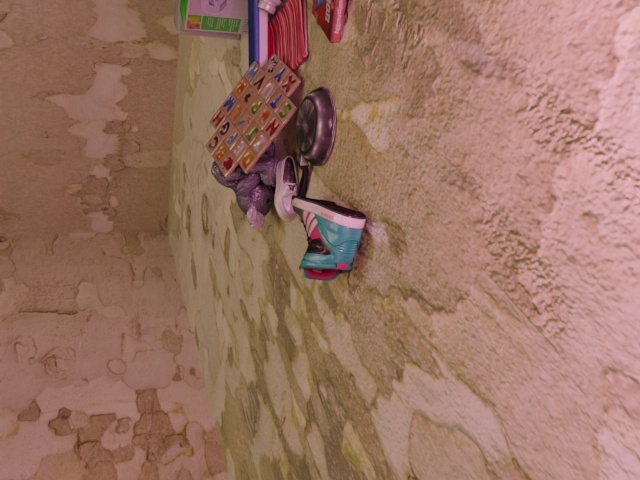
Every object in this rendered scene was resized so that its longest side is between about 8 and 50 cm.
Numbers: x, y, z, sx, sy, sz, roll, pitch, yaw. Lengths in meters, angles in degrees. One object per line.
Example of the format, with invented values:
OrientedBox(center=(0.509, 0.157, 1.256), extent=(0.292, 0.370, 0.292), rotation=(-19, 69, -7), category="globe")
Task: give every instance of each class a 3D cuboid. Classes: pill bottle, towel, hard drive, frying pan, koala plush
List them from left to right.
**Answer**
OrientedBox(center=(-0.211, -0.160, 1.826), extent=(0.196, 0.203, 0.221), rotation=(-106, 4, -56), category="koala plush")
OrientedBox(center=(-0.192, -0.613, 1.833), extent=(0.210, 0.040, 0.319), rotation=(-119, 28, -64), category="hard drive")
OrientedBox(center=(-0.128, -0.693, 1.661), extent=(0.120, 0.067, 0.067), rotation=(-64, 29, 13), category="pill bottle")
OrientedBox(center=(-0.098, -0.566, 1.693), extent=(0.275, 0.031, 0.199), rotation=(174, 93, -68), category="towel")
OrientedBox(center=(-0.038, -0.254, 1.554), extent=(0.326, 0.053, 0.197), rotation=(127, 137, -53), category="frying pan")

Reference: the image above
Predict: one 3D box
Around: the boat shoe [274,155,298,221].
OrientedBox(center=(-0.087, -0.145, 1.667), extent=(0.063, 0.066, 0.184), rotation=(141, 134, -64), category="boat shoe")

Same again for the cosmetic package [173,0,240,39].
OrientedBox(center=(-0.395, -0.853, 2.141), extent=(0.138, 0.223, 0.225), rotation=(-117, 33, -46), category="cosmetic package")

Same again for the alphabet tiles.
OrientedBox(center=(-0.198, -0.353, 1.698), extent=(0.342, 0.011, 0.285), rotation=(-49, 49, 16), category="alphabet tiles")

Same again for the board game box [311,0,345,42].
OrientedBox(center=(0.026, -0.599, 1.325), extent=(0.281, 0.027, 0.145), rotation=(99, 154, -47), category="board game box")

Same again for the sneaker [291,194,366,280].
OrientedBox(center=(0.000, 0.000, 1.388), extent=(0.295, 0.123, 0.179), rotation=(30, 110, 63), category="sneaker")

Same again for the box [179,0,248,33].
OrientedBox(center=(-0.326, -0.826, 1.967), extent=(0.262, 0.231, 0.127), rotation=(117, 143, -50), category="box")
